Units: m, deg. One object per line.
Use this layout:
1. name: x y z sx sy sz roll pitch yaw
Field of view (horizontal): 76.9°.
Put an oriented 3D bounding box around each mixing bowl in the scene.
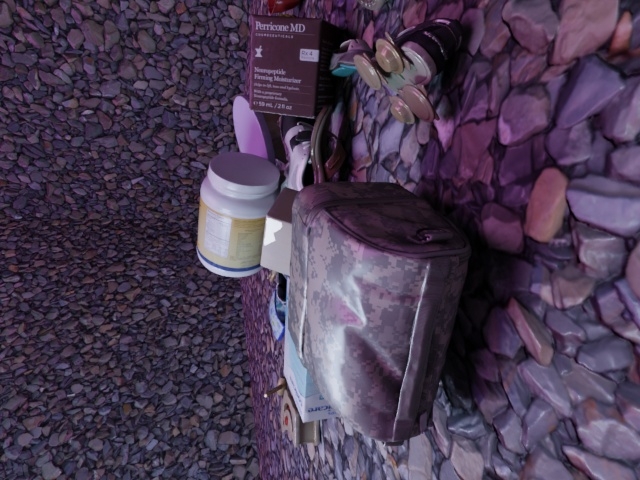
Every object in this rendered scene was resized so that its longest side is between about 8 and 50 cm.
1. mixing bowl: -0.107 -0.821 1.294 0.181 0.098 0.181 179 90 -73

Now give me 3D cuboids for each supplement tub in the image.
1. supplement tub: -0.240 -0.075 1.187 0.228 0.228 0.316 -112 31 -49

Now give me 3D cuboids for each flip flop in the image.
1. flip flop: 0.023 -0.175 0.954 0.112 0.080 0.277 -57 -33 -72

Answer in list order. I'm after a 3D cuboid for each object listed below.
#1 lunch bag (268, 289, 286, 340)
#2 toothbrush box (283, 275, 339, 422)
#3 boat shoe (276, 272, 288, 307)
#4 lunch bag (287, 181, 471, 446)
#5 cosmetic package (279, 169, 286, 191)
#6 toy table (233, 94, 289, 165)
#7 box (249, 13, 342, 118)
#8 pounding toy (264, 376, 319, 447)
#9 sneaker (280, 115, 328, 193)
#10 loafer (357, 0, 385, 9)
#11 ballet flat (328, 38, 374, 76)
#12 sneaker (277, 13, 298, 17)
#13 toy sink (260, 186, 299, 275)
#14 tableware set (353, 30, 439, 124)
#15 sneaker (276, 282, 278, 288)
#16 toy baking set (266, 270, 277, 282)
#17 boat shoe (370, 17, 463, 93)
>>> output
1. lunch bag: -0.142 0.277 1.493 0.129 0.096 0.151 111 161 -51
2. toothbrush box: -0.009 0.256 1.010 0.216 0.126 0.296 -142 53 -67
3. boat shoe: -0.083 0.149 1.184 0.108 0.102 0.301 42 153 22
4. lunch bag: 0.079 0.090 0.572 0.256 0.212 0.305 -124 36 -61
5. cosmetic package: -0.105 -0.079 1.322 0.309 0.113 0.160 -107 24 -44
6. toy table: -0.156 -0.328 1.279 0.252 0.161 0.274 22 129 48
7. box: -0.058 -0.406 0.955 0.167 0.168 0.203 -48 -33 -63
8. pounding toy: -0.109 0.571 1.308 0.269 0.155 0.154 -154 69 -71
9. sneaker: -0.027 -0.240 1.093 0.146 0.122 0.331 -12 79 54
10. loafer: 0.081 -0.552 0.732 0.102 0.092 0.268 143 108 -74
11. ballet flat: 0.066 -0.375 0.821 0.213 0.072 0.068 -131 47 -65
12. sneaker: -0.102 -0.579 1.275 0.123 0.109 0.296 146 120 -65
13. toy sink: 0.000 0.000 0.914 0.131 0.234 0.153 -66 -8 -49
14. tableware set: 0.110 -0.230 0.599 0.141 0.020 0.169 50 179 -15
15. sneaker: -0.136 0.169 1.538 0.061 0.053 0.152 -125 38 -56
16. toy baking set: -0.159 0.070 1.558 0.197 0.030 0.256 -91 23 -69
17. boat shoe: 0.138 -0.280 0.623 0.079 0.084 0.233 -49 17 4
